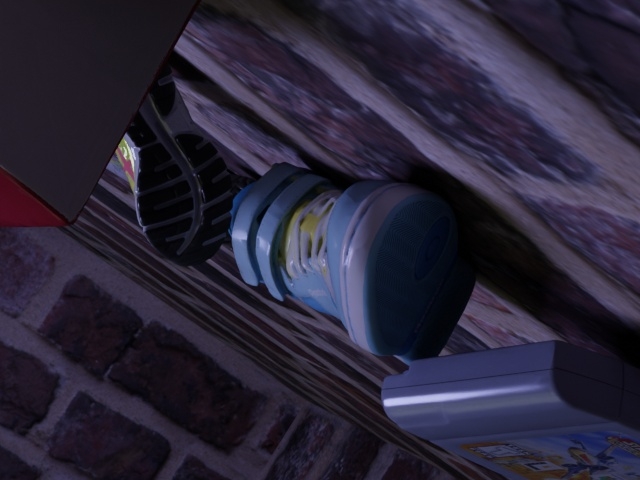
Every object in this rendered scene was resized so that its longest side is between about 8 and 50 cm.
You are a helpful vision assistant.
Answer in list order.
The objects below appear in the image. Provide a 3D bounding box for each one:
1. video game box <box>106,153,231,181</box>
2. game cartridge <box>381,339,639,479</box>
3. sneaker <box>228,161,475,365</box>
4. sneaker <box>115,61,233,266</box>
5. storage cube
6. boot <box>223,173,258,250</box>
[{"bbox_3d":[-0.178,-0.083,1.775,0.205,0.048,0.187,32,174,4],"label":"video game box"},{"bbox_3d":[0.216,0.156,1.363,0.198,0.062,0.297,-7,154,44],"label":"game cartridge"},{"bbox_3d":[0.000,0.000,1.326,0.208,0.127,0.319,29,170,17],"label":"sneaker"},{"bbox_3d":[-0.132,-0.080,1.382,0.094,0.081,0.209,-140,31,-69],"label":"sneaker"},{"bbox_3d":[-0.224,-0.134,1.076,0.183,0.215,0.193,38,160,-29],"label":"storage cube"},{"bbox_3d":[-0.038,0.004,1.704,0.189,0.076,0.208,31,178,1],"label":"boot"}]
